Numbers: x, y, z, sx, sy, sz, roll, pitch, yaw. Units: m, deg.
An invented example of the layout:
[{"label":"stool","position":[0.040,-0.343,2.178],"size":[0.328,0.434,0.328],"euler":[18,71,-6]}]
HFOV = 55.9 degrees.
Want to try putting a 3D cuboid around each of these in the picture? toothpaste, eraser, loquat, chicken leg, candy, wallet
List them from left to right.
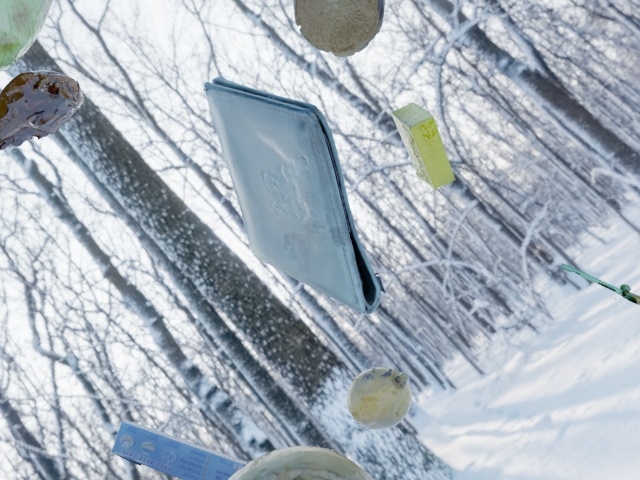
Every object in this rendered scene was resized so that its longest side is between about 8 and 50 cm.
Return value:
[{"label":"chicken leg","position":[-0.504,-0.163,0.925],"size":[0.304,0.093,0.113],"euler":[-37,5,-5]},{"label":"toothpaste","position":[-0.258,0.405,1.121],"size":[0.053,0.273,0.066],"euler":[46,-123,-64]},{"label":"wallet","position":[-0.039,-0.058,0.775],"size":[0.054,0.251,0.290],"euler":[-33,-53,-27]},{"label":"loquat","position":[0.158,0.402,1.563],"size":[0.172,0.149,0.204],"euler":[13,-52,-31]},{"label":"eraser","position":[0.168,-0.155,0.990],"size":[0.045,0.122,0.097],"euler":[-27,29,0]},{"label":"candy","position":[0.364,0.062,0.728],"size":[0.056,0.185,0.049],"euler":[15,-78,-31]}]

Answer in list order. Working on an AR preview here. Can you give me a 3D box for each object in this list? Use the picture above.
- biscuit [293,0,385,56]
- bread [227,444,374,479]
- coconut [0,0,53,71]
[{"label":"biscuit","position":[0.043,-0.542,1.400],"size":[0.226,0.226,0.042],"euler":[-49,10,23]},{"label":"bread","position":[-0.039,0.399,0.896],"size":[0.315,0.191,0.171],"euler":[4,1,-13]},{"label":"coconut","position":[-0.529,-0.366,0.839],"size":[0.329,0.281,0.328],"euler":[-33,8,5]}]
